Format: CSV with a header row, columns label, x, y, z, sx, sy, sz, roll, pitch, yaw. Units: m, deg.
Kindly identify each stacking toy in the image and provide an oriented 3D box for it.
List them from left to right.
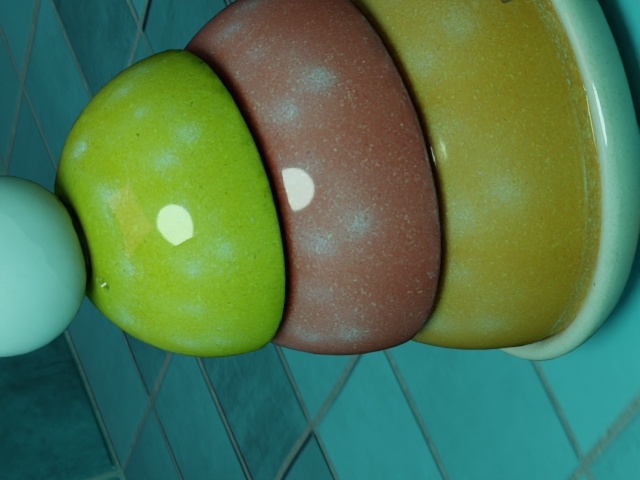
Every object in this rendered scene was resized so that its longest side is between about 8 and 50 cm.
label,x,y,z,sx,sy,sz,roll,pitch,yaw
stacking toy,-0.059,-0.037,1.317,0.350,0.480,0.350,48,146,49
